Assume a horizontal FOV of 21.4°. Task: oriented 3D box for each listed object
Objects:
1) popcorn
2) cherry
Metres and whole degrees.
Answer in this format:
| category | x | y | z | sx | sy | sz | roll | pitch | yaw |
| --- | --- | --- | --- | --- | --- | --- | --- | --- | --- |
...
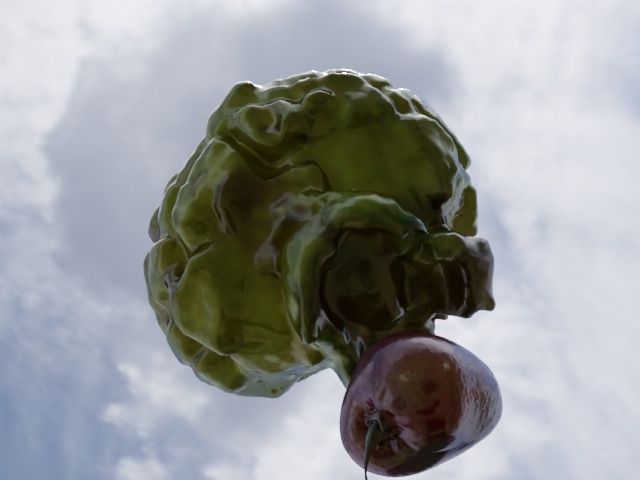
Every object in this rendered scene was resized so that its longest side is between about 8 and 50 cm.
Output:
| category | x | y | z | sx | sy | sz | roll | pitch | yaw |
| --- | --- | --- | --- | --- | --- | --- | --- | --- | --- |
| popcorn | 0.000 | 0.000 | 1.297 | 0.224 | 0.270 | 0.257 | 63 | -154 | -58 |
| cherry | 0.064 | 0.113 | 1.162 | 0.106 | 0.087 | 0.126 | -47 | -24 | 17 |
